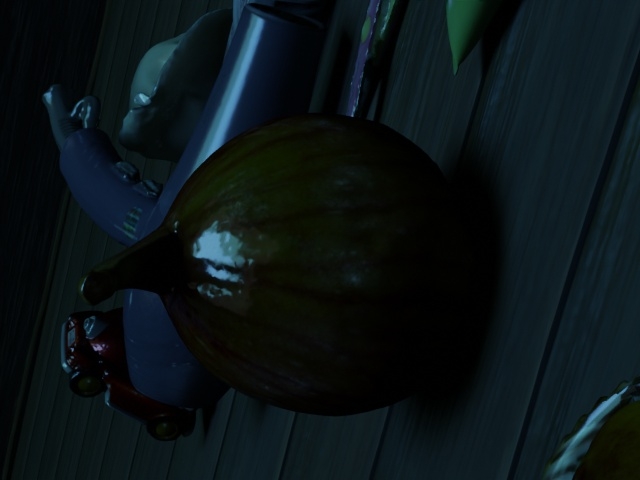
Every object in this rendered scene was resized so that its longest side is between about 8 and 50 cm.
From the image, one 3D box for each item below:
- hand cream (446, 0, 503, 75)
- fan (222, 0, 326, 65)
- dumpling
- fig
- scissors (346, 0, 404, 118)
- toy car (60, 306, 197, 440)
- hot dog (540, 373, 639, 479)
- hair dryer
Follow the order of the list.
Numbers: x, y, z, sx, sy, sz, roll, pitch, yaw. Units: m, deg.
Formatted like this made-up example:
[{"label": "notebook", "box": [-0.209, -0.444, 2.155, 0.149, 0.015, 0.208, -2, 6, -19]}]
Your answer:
[{"label": "hand cream", "box": [0.092, -0.172, 0.923, 0.175, 0.046, 0.095, 119, 154, -58]}, {"label": "fan", "box": [-0.046, -0.180, 1.435, 0.244, 0.074, 0.130, 109, 163, -48]}, {"label": "dumpling", "box": [-0.105, -0.142, 1.584, 0.181, 0.111, 0.155, -87, 23, -56]}, {"label": "fig", "box": [-0.029, 0.011, 0.948, 0.175, 0.207, 0.175, -178, 90, -78]}, {"label": "scissors", "box": [0.037, -0.139, 1.175, 0.133, 0.020, 0.187, -111, 35, -70]}, {"label": "toy car", "box": [-0.144, 0.090, 1.539, 0.112, 0.139, 0.112, -50, 29, 28]}, {"label": "hot dog", "box": [0.111, 0.153, 0.540, 0.270, 0.082, 0.162, -103, 28, -60]}, {"label": "hair dryer", "box": [-0.135, -0.069, 1.410, 0.361, 0.121, 0.301, 33, 111, 48]}]
